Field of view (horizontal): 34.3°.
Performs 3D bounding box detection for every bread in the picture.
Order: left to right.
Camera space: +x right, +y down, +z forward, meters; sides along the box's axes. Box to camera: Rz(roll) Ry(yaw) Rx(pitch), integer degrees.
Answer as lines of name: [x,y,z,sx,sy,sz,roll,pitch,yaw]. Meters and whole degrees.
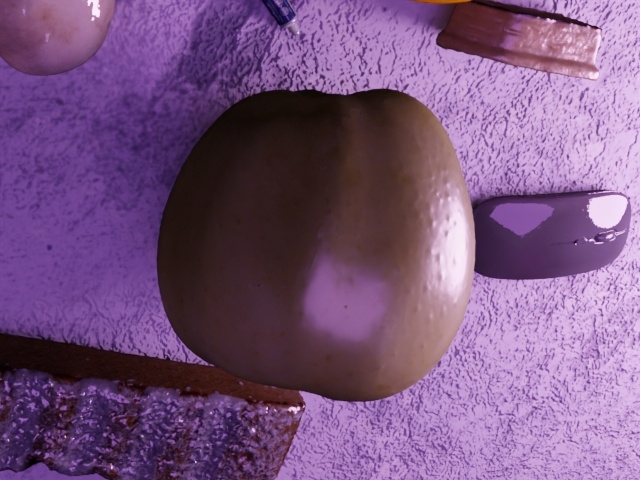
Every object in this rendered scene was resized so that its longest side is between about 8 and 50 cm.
bread: [-0.238,0.230,1.324,0.417,0.113,0.165,11,116,-20]

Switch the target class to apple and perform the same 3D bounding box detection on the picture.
apple: [0.000,0.000,1.136,0.357,0.357,0.357,-6,118,-11]

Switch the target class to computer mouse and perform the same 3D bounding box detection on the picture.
computer mouse: [0.302,-0.008,1.363,0.232,0.057,0.120,-3,118,-12]

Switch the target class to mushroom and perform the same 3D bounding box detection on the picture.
mushroom: [-0.286,-0.247,1.062,0.154,0.122,0.154,-27,128,-40]

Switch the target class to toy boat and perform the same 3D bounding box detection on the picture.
toy boat: [0.224,-0.237,1.192,0.188,0.116,0.061,6,111,-20]

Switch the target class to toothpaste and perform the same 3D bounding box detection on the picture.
toothpaste: [-0.061,-0.285,1.149,0.037,0.021,0.140,-36,118,-2]

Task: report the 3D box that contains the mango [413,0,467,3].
mango: [0.045,-0.348,1.053,0.359,0.187,0.144,22,75,-21]
